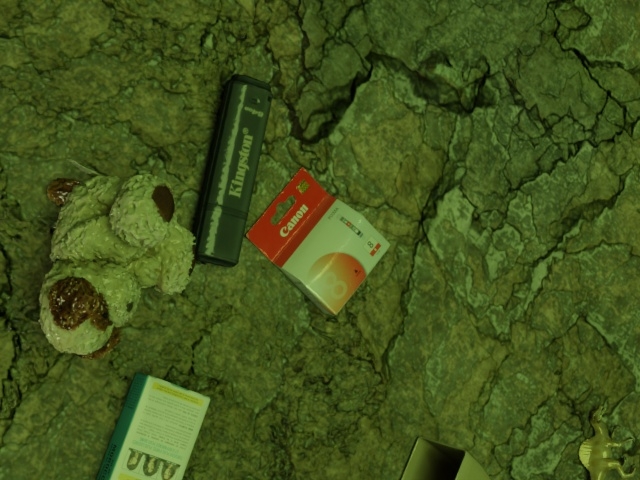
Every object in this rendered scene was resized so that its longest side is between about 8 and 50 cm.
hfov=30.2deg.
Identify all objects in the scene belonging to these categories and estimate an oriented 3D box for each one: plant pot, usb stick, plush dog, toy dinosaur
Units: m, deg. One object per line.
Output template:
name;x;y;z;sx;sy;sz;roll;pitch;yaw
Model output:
plant pot;0.197;0.377;1.822;0.096;0.109;0.109;33;75;-35
usb stick;-0.127;-0.098;1.704;0.077;0.045;0.278;15;82;-24
plush dog;-0.295;0.039;1.546;0.210;0.262;0.225;15;69;8
toy dinosaur;0.476;0.372;1.992;0.092;0.053;0.183;9;77;-10

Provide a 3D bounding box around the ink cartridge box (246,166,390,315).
ink cartridge box;0.000;0.000;1.765;0.179;0.045;0.145;46;70;-20

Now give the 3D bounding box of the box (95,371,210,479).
box;-0.244;0.313;1.628;0.100;0.060;0.244;24;78;-23
